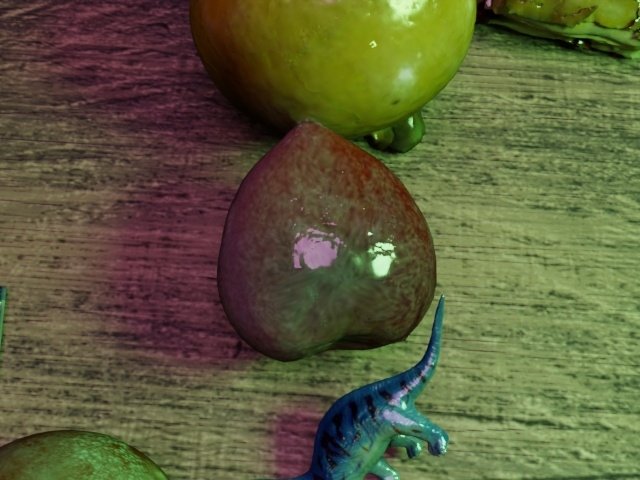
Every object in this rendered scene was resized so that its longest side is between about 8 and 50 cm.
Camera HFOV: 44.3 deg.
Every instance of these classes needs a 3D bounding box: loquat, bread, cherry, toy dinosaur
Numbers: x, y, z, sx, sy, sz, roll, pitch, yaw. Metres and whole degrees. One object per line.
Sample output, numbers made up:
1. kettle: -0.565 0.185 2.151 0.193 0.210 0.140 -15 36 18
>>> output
1. loquat: 0.030 -0.247 0.913 0.328 0.328 0.359 -46 120 -17
2. bread: 0.346 -0.424 1.018 0.278 0.167 0.324 14 87 4
3. cherry: 0.001 0.009 0.847 0.240 0.206 0.239 0 64 1
4. toy dinosaur: 0.051 0.212 0.817 0.329 0.076 0.144 -43 95 12

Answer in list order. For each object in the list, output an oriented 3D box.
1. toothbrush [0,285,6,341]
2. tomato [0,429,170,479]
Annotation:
1. toothbrush: -0.370 0.155 0.879 0.019 0.016 0.219 -5 69 6
2. tomato: -0.244 0.305 0.711 0.271 0.222 0.270 1 70 -4
